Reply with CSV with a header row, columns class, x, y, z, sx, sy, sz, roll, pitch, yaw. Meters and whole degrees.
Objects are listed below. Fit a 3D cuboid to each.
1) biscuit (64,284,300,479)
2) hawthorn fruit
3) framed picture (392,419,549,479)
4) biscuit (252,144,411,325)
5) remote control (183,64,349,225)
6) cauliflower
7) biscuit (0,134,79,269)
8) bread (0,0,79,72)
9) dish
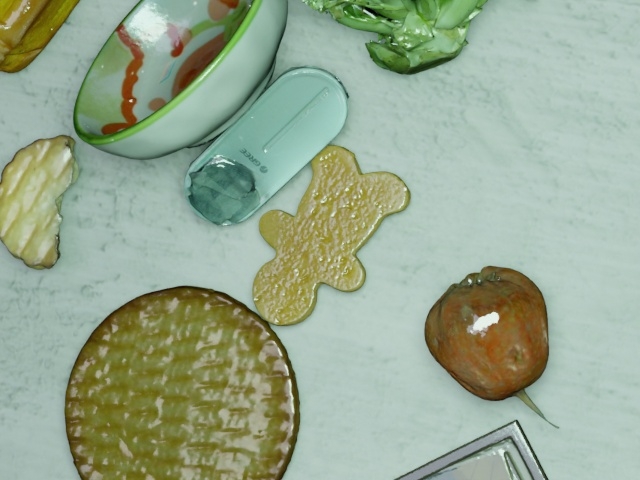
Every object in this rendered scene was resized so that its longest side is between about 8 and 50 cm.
class,x,y,z,sx,sy,sz,roll,pitch,yaw
biscuit,-0.176,0.214,1.362,0.317,0.040,0.318,-2,83,14
hawthorn fruit,0.190,0.123,1.221,0.149,0.149,0.189,-5,83,14
framed picture,0.184,0.303,1.261,0.168,0.023,0.128,-28,76,10
biscuit,0.001,0.000,1.344,0.158,0.035,0.240,36,93,20
remote control,-0.069,-0.117,1.337,0.247,0.052,0.104,-41,112,16
cauliflower,0.113,-0.311,1.272,0.275,0.272,0.250,13,117,30
biscuit,-0.376,-0.052,1.441,0.118,0.061,0.183,5,82,17
bread,-0.386,-0.337,1.464,0.094,0.102,0.246,38,92,23
dish,-0.149,-0.214,1.336,0.324,0.124,0.324,-29,39,26
